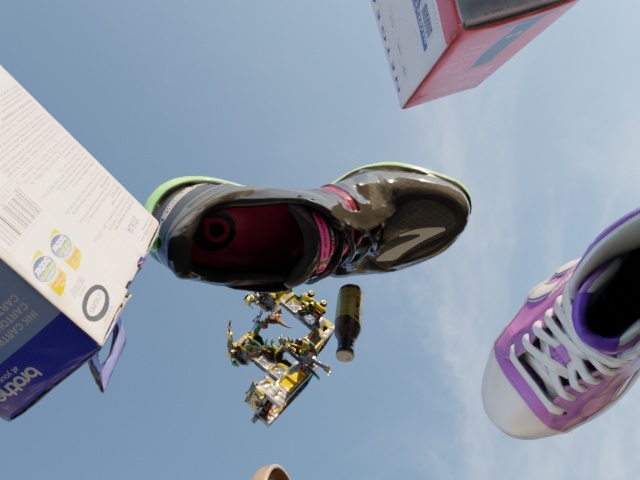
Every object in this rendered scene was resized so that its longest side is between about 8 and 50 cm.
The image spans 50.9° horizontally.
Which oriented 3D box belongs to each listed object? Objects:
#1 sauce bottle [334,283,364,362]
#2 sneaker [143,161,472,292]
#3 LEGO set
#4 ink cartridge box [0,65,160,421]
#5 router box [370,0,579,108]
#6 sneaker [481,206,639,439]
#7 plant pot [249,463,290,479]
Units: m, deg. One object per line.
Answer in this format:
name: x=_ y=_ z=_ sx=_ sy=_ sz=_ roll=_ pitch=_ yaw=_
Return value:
sauce bottle: x=0.040 y=0.118 z=0.965 sx=0.042 sy=0.042 sz=0.128 roll=51 pitch=-150 yaw=-32
sneaker: x=0.000 y=0.000 z=0.938 sx=0.482 sy=0.202 sz=0.186 roll=-7 pitch=-68 yaw=-16
LEGO set: x=-0.120 y=0.263 z=1.528 sx=0.255 sy=0.331 sz=0.192 roll=43 pitch=-138 yaw=7
ink cartridge box: x=-0.330 y=-0.013 z=0.688 sx=0.151 sy=0.270 sz=0.395 roll=-37 pitch=-69 yaw=17
router box: x=0.074 y=-0.294 z=0.527 sx=0.082 sy=0.301 sz=0.336 roll=-16 pitch=-89 yaw=0
sneaker: x=0.174 y=0.058 z=0.450 sx=0.161 sy=0.102 sz=0.282 roll=-13 pitch=-35 yaw=-44
plant pot: x=-0.111 y=0.549 z=1.252 sx=0.109 sy=0.237 sz=0.238 roll=-17 pitch=-65 yaw=10
